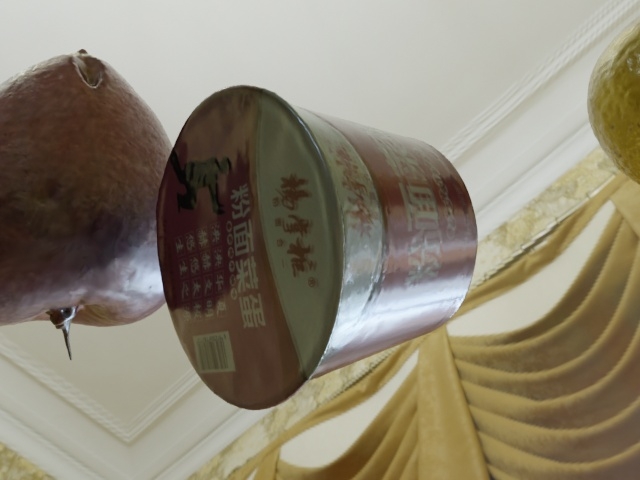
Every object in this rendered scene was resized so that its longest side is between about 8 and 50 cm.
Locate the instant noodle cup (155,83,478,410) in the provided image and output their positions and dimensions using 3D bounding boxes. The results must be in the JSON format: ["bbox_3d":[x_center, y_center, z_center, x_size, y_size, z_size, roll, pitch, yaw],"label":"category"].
[{"bbox_3d":[0.000,0.000,0.550,0.178,0.235,0.235,-4,-56,-40],"label":"instant noodle cup"}]

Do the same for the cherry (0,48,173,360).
[{"bbox_3d":[-0.258,-0.037,0.689,0.261,0.221,0.308,5,-94,-37],"label":"cherry"}]

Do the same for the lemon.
[{"bbox_3d":[0.434,-0.154,0.771,0.253,0.228,0.228,38,-67,11],"label":"lemon"}]
